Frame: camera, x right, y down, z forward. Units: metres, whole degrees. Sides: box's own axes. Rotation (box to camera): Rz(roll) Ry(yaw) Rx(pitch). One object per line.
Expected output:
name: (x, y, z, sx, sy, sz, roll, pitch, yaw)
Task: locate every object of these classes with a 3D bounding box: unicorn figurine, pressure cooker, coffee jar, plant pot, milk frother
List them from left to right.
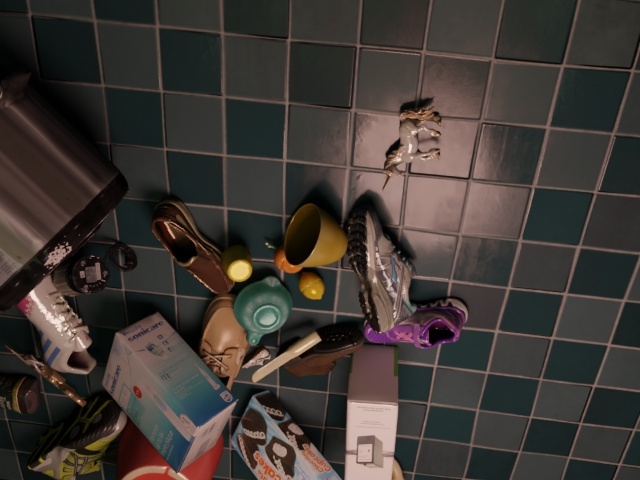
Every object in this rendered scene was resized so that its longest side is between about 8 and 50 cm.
pressure cooker: (-0.619, -0.124, 1.316, 0.420, 0.375, 0.370, 45, 75, -16)
coffee jar: (-0.825, 0.396, 1.846, 0.185, 0.079, 0.096, 6, 122, 3)
milk frother: (-0.507, 0.065, 1.597, 0.143, 0.129, 0.135, 16, 165, -35)
plant pot: (-0.389, 0.568, 1.764, 0.275, 0.243, 0.274, 0, 109, -1)
plant pot: (0.000, 0.000, 1.476, 0.095, 0.134, 0.134, 18, 125, -31)
unicorn figurine: (0.178, -0.182, 1.377, 0.111, 0.060, 0.161, 1, 105, 7)

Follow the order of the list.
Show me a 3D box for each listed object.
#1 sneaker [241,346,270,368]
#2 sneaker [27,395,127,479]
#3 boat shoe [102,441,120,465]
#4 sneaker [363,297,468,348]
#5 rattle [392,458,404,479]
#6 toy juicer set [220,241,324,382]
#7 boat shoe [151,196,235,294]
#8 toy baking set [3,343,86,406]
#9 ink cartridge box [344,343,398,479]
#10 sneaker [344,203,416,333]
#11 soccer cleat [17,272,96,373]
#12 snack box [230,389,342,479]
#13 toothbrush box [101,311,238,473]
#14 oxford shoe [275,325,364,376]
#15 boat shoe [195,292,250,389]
sneaker: (-0.156, 0.294, 1.722, 0.083, 0.032, 0.037, -37, 110, 26)
sneaker: (-0.618, 0.532, 1.884, 0.385, 0.145, 0.147, -31, 122, 34)
boat shoe: (-0.522, 0.598, 1.937, 0.183, 0.066, 0.066, -6, 119, 10)
sneaker: (0.209, 0.195, 1.572, 0.237, 0.104, 0.095, -9, 121, 14)
rattle: (0.122, 0.591, 1.871, 0.130, 0.143, 0.199, -43, 94, -6)
toy juicer set: (-0.092, 0.145, 1.595, 0.209, 0.089, 0.329, -15, 116, -9)
boat shoe: (-0.283, 0.033, 1.540, 0.095, 0.095, 0.257, -28, 114, 22)
toy baking set: (-0.672, 0.327, 1.751, 0.256, 0.030, 0.197, 44, 157, -15)
ink cartridge box: (0.119, 0.410, 1.659, 0.115, 0.198, 0.272, 3, 123, 4)
sneaker: (0.134, 0.050, 1.509, 0.122, 0.110, 0.283, -19, 109, -20)
soccer cleat: (-0.609, 0.185, 1.663, 0.143, 0.116, 0.331, 13, 132, 19)
snack box: (-0.085, 0.550, 1.744, 0.322, 0.060, 0.187, 45, 126, 28)
toothbrush box: (-0.355, 0.349, 1.637, 0.295, 0.126, 0.216, 45, 133, 18)
oxford shoe: (0.014, 0.263, 1.660, 0.227, 0.082, 0.096, -21, 125, 28)
boat shoe: (-0.236, 0.279, 1.677, 0.122, 0.110, 0.341, 13, 122, -1)
